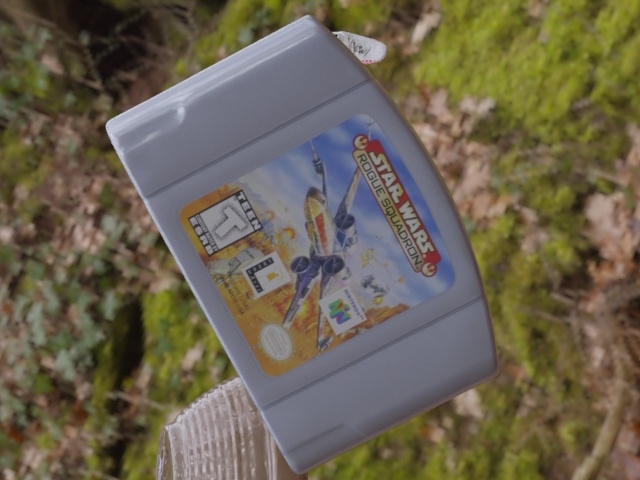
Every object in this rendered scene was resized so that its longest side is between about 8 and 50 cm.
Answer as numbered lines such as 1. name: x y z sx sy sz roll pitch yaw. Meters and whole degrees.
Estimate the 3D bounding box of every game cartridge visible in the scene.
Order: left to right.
1. game cartridge: 0.000 0.000 1.007 0.198 0.297 0.062 -28 7 9

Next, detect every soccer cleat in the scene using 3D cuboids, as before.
1. soccer cleat: 0.034 -0.209 1.494 0.036 0.083 0.029 20 -91 -55

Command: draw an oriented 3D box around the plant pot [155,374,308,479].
1. plant pot: -0.089 0.228 1.267 0.237 0.110 0.237 -179 90 -76
